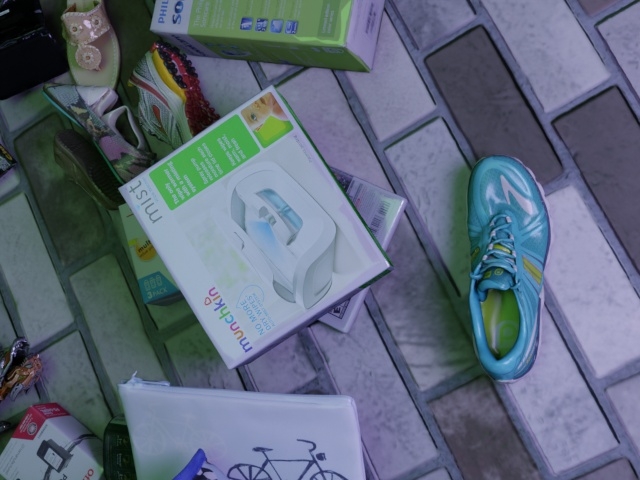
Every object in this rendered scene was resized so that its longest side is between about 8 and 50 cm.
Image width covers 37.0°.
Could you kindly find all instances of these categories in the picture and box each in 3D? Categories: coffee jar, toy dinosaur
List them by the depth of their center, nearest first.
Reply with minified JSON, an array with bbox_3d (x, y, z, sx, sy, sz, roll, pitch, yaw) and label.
[{"bbox_3d":[-0.190,0.281,1.256,0.184,0.079,0.096,1,92,20],"label":"coffee jar"},{"bbox_3d":[-0.561,0.208,1.374,0.322,0.164,0.218,-26,91,-6],"label":"toy dinosaur"}]

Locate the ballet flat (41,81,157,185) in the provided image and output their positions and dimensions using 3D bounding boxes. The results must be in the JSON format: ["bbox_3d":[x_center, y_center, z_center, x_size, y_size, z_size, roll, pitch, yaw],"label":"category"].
[{"bbox_3d":[-0.305,-0.168,1.355,0.079,0.077,0.221,-47,69,7],"label":"ballet flat"}]

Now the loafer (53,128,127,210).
[{"bbox_3d":[-0.329,-0.096,1.372,0.148,0.056,0.050,49,138,11],"label":"loafer"}]

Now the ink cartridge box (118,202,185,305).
[{"bbox_3d":[-0.208,-0.013,1.309,0.104,0.061,0.181,-21,77,16],"label":"ink cartridge box"}]

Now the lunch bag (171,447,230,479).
[{"bbox_3d":[-0.165,0.496,1.107,0.328,0.239,0.385,42,108,5],"label":"lunch bag"}]

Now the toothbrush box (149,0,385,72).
[{"bbox_3d":[-0.060,-0.348,1.265,0.283,0.122,0.206,9,86,20],"label":"toothbrush box"}]

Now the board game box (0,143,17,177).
[{"bbox_3d":[-0.600,-0.087,1.452,0.259,0.030,0.136,-39,96,12],"label":"board game box"}]

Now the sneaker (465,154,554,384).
[{"bbox_3d":[0.219,0.030,1.123,0.107,0.110,0.275,-5,81,20],"label":"sneaker"}]

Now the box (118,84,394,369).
[{"bbox_3d":[-0.075,-0.013,1.178,0.231,0.127,0.262,-32,83,4],"label":"box"}]

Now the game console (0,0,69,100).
[{"bbox_3d":[-0.455,-0.289,1.429,0.122,0.071,0.107,-23,64,2],"label":"game console"}]

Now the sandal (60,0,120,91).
[{"bbox_3d":[-0.352,-0.327,1.391,0.088,0.079,0.240,-8,81,19],"label":"sandal"}]

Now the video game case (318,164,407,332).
[{"bbox_3d":[0.000,0.000,1.254,0.173,0.022,0.190,25,93,21],"label":"video game case"}]

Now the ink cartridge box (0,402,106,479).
[{"bbox_3d":[-0.359,0.313,1.324,0.150,0.063,0.109,34,95,21],"label":"ink cartridge box"}]

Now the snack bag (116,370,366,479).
[{"bbox_3d":[-0.084,0.329,1.165,0.323,0.037,0.342,1,109,20],"label":"snack bag"}]

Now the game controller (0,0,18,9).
[{"bbox_3d":[-0.583,-0.293,1.491,0.166,0.067,0.319,33,95,35],"label":"game controller"}]

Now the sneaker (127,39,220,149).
[{"bbox_3d":[-0.195,-0.162,1.321,0.093,0.088,0.225,-36,68,26],"label":"sneaker"}]
